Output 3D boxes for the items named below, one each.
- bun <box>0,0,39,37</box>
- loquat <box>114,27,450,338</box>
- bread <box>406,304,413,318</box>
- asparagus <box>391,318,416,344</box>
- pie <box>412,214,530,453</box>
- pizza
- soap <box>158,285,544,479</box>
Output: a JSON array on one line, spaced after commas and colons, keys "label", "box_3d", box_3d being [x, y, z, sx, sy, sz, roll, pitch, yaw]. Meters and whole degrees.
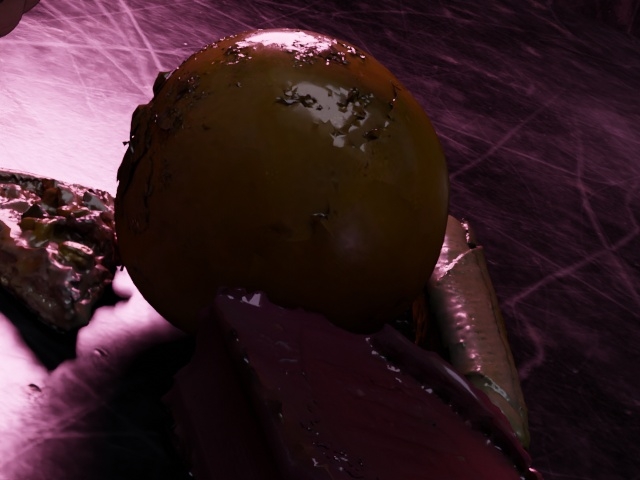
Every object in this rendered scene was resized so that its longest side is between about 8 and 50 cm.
[{"label": "bun", "box_3d": [-0.350, -0.247, 1.320, 0.263, 0.175, 0.263, 4, 61, -6]}, {"label": "loquat", "box_3d": [-0.027, -0.032, 1.033, 0.235, 0.235, 0.235, 22, 21, -9]}, {"label": "bread", "box_3d": [0.000, 0.000, 1.225, 0.225, 0.081, 0.134, 20, 16, -8]}, {"label": "asparagus", "box_3d": [0.019, 0.065, 1.162, 0.165, 0.030, 0.036, 14, -1, -23]}, {"label": "pie", "box_3d": [0.104, 0.092, 1.048, 0.068, 0.129, 0.282, -12, 36, -1]}, {"label": "pizza", "box_3d": [-0.191, -0.001, 1.054, 0.185, 0.052, 0.195, 11, 25, -27]}, {"label": "soap", "box_3d": [0.033, 0.154, 0.858, 0.182, 0.112, 0.289, 11, 26, -27]}]
